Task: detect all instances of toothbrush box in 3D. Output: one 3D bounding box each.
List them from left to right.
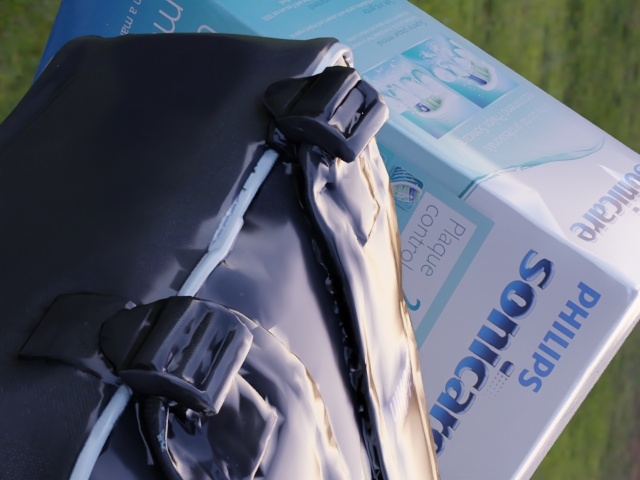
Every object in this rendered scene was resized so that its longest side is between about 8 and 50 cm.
[{"bbox_3d":[0.000,0.000,0.748,0.126,0.295,0.216,-36,159,-55],"label":"toothbrush box"}]

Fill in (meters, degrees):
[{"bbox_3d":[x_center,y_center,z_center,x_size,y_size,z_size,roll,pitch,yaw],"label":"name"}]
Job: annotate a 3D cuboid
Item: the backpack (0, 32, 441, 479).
[{"bbox_3d":[-0.055,0.091,0.453,0.225,0.191,0.253,-64,143,-46],"label":"backpack"}]
